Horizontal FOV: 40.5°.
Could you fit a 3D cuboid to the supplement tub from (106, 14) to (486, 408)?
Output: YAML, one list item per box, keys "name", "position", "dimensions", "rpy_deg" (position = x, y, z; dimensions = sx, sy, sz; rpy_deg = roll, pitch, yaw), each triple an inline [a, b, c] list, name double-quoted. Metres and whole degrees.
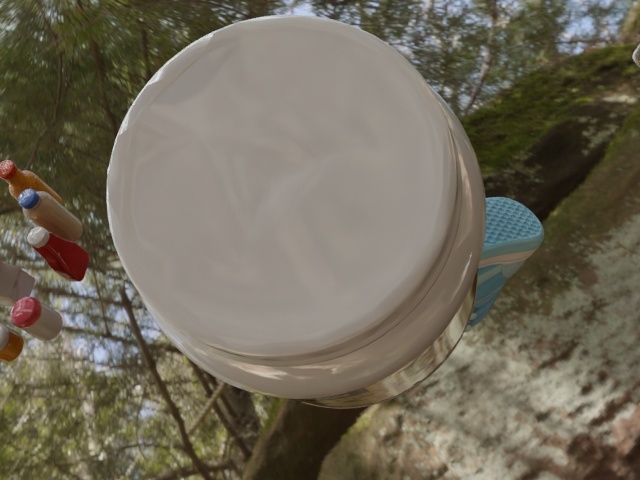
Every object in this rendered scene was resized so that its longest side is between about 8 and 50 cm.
- name: "supplement tub"
  position: [0.000, 0.000, 0.647]
  dimensions: [0.241, 0.331, 0.241]
  rpy_deg: [-2, -102, 9]

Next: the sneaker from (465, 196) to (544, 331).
- name: "sneaker"
  position: [0.140, 0.059, 1.179]
  dimensions: [0.319, 0.127, 0.208]
  rpy_deg: [-6, -42, -27]

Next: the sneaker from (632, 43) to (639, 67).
- name: "sneaker"
  position: [0.452, -0.307, 0.976]
  dimensions: [0.129, 0.111, 0.297]
  rpy_deg: [-23, -41, -33]

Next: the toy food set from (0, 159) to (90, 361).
- name: "toy food set"
  position: [-0.359, 0.023, 1.048]
  dimensions: [0.104, 0.111, 0.232]
  rpy_deg: [56, -138, -58]
